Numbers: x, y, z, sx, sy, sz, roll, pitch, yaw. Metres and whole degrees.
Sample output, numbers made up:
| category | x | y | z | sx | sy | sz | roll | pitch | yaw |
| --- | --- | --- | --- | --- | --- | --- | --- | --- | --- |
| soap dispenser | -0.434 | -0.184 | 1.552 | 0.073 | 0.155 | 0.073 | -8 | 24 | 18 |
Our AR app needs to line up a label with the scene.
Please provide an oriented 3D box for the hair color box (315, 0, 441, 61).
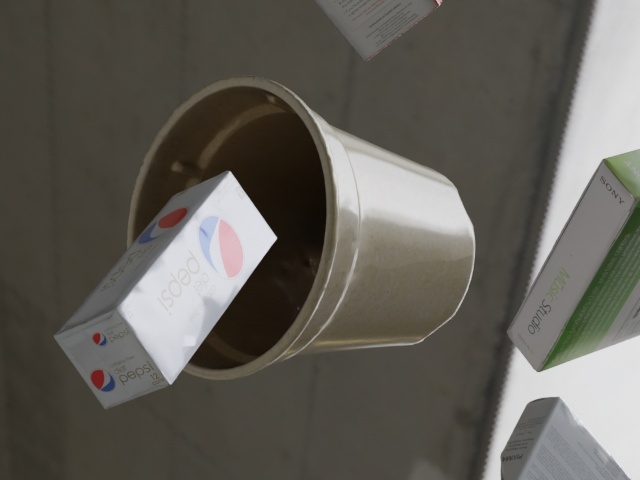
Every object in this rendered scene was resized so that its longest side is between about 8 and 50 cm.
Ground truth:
| category | x | y | z | sx | sy | sz | roll | pitch | yaw |
| --- | --- | --- | --- | --- | --- | --- | --- | --- | --- |
| hair color box | 0.017 | -0.205 | 1.208 | 0.072 | 0.043 | 0.141 | -35 | -79 | 21 |

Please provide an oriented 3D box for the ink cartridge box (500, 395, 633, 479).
| category | x | y | z | sx | sy | sz | roll | pitch | yaw |
| --- | --- | --- | --- | --- | --- | --- | --- | --- | --- |
| ink cartridge box | 0.259 | 0.315 | 1.877 | 0.189 | 0.232 | 0.066 | 49 | -37 | -17 |

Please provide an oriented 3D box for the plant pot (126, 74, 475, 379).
| category | x | y | z | sx | sy | sz | roll | pitch | yaw |
| --- | --- | --- | --- | --- | --- | --- | --- | --- | --- |
| plant pot | 0.000 | 0.000 | 1.959 | 0.334 | 0.305 | 0.333 | -8 | -101 | 44 |

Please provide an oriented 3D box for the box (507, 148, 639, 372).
| category | x | y | z | sx | sy | sz | roll | pitch | yaw |
| --- | --- | --- | --- | --- | --- | --- | --- | --- | --- |
| box | 0.340 | -0.010 | 1.566 | 0.058 | 0.322 | 0.232 | 52 | -40 | 28 |

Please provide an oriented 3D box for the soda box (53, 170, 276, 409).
| category | x | y | z | sx | sy | sz | roll | pitch | yaw |
| --- | --- | --- | --- | --- | --- | --- | --- | --- | --- |
| soda box | -0.115 | 0.034 | 1.317 | 0.069 | 0.216 | 0.074 | -23 | -71 | 32 |
